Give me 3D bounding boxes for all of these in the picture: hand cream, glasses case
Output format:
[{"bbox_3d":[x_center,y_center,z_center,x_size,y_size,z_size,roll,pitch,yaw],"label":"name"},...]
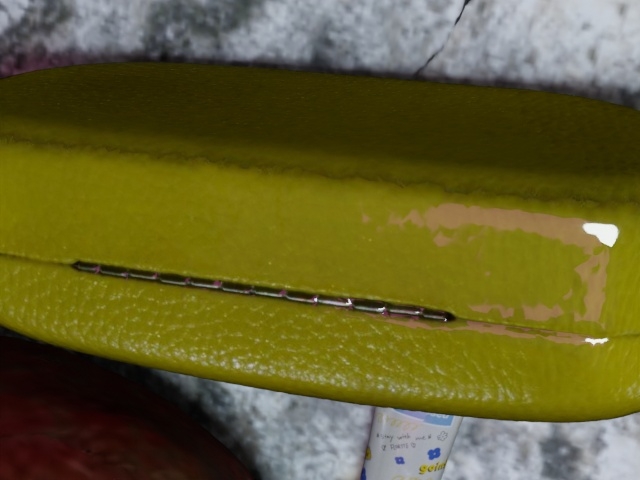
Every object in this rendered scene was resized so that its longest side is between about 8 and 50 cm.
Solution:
[{"bbox_3d":[0.050,0.120,0.747,0.065,0.043,0.170,15,112,6],"label":"hand cream"},{"bbox_3d":[0.000,0.000,0.635,0.371,0.173,0.141,7,114,18],"label":"glasses case"}]

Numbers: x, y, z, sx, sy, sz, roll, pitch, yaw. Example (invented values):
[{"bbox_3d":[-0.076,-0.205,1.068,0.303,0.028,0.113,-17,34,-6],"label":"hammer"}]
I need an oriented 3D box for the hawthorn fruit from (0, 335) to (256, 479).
[{"bbox_3d":[-0.183,0.205,0.721,0.325,0.308,0.308,22,118,-7],"label":"hawthorn fruit"}]
